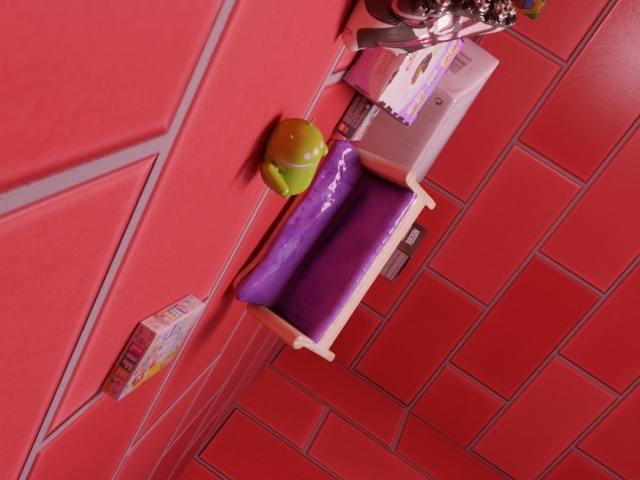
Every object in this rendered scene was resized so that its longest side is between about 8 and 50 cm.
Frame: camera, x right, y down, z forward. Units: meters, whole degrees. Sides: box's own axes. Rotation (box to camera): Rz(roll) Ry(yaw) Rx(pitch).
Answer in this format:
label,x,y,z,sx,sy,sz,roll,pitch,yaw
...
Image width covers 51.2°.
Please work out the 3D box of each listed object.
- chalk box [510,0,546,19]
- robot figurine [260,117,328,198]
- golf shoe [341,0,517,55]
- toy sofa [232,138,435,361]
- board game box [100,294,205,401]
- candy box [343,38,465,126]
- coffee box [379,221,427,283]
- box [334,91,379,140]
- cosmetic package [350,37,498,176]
label,x,y,z,sx,sy,sz,roll,pitch,yaw
chalk box,0.513,-0.687,1.617,0.180,0.179,0.289,-58,175,10
robot figurine,-0.035,-0.100,0.807,0.101,0.067,0.115,-45,170,-34
golf shoe,0.142,-0.294,0.844,0.273,0.105,0.120,-13,167,-41
toy sofa,0.024,0.013,1.176,0.362,0.150,0.177,-55,137,-4
board game box,-0.210,0.133,0.857,0.103,0.026,0.154,-58,174,13
candy box,0.134,-0.279,1.031,0.165,0.070,0.196,-56,162,10
coffee box,0.109,-0.031,1.556,0.098,0.246,0.141,-60,174,36
box,0.102,-0.272,1.175,0.207,0.036,0.114,-58,174,16
cosmetic package,0.189,-0.242,1.426,0.217,0.156,0.385,-42,168,-41
